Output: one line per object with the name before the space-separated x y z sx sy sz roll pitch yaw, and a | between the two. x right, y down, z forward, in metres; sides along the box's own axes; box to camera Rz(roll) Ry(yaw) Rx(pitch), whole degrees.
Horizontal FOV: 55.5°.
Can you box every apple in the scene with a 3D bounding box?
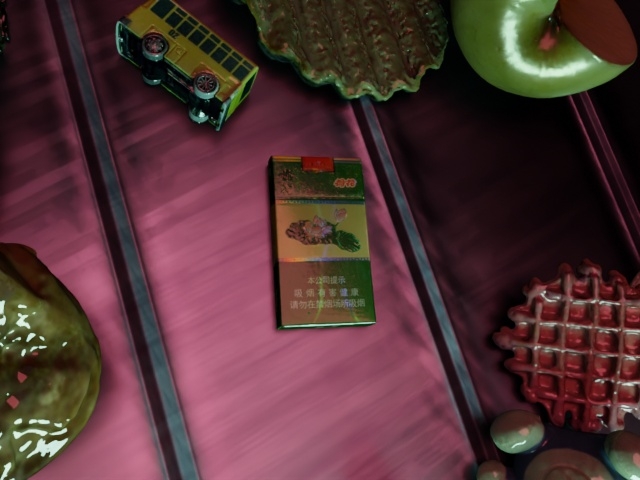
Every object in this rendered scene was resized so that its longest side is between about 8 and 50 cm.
apple | 0.310 -0.359 0.885 0.295 0.233 0.258 51 39 -39

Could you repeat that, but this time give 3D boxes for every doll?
doll | 0.302 0.357 0.743 0.228 0.154 0.258 5 63 22

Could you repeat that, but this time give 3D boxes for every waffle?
waffle | 0.360 0.144 0.821 0.221 0.055 0.234 -41 83 11

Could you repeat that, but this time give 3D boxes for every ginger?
ginger | -0.340 0.105 0.600 0.200 0.223 0.269 -46 129 -29

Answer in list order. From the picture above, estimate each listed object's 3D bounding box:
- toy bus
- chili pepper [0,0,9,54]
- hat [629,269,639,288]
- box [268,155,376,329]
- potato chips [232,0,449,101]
toy bus | -0.178 -0.242 0.818 0.175 0.088 0.101 38 68 -4
chili pepper | -0.444 -0.281 0.711 0.148 0.116 0.264 16 29 -27
hat | 0.529 0.125 0.903 0.226 0.164 0.219 -15 72 -57
box | 0.000 0.000 0.822 0.132 0.034 0.235 0 75 -14
potato chips | 0.014 -0.408 0.911 0.358 0.070 0.429 -11 81 -26
